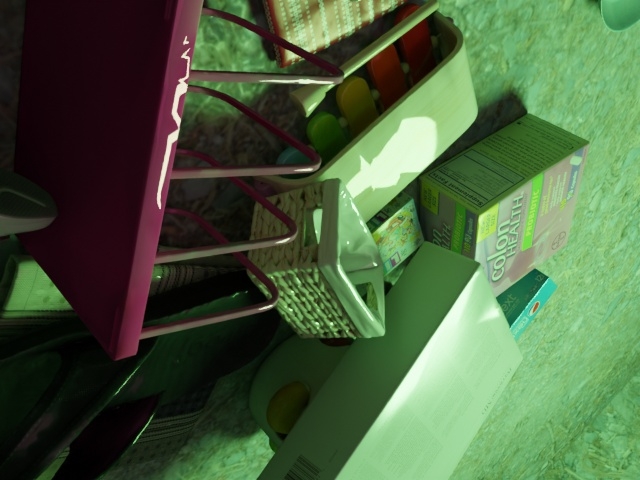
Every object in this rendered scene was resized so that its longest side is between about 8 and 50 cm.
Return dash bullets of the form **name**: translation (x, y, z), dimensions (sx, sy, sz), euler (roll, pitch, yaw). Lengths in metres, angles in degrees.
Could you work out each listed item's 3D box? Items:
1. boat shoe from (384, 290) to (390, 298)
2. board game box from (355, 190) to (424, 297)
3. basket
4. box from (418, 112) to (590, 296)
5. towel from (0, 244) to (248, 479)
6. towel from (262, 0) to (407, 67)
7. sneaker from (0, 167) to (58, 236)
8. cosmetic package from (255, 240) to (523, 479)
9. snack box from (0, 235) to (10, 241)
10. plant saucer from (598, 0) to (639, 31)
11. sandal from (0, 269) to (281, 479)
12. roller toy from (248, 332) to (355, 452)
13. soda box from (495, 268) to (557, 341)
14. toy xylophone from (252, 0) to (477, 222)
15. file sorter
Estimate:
- **boat shoe**: translation (0.117, 0.152, 1.065), dimensions (0.059, 0.063, 0.170), euler (-26, 127, -24)
- **board game box**: translation (0.078, 0.013, 0.937), dimensions (0.154, 0.026, 0.103), euler (-40, 141, -12)
- **basket**: translation (-0.001, 0.029, 0.716), dimensions (0.103, 0.113, 0.167), euler (-11, 143, 19)
- **box**: translation (0.277, -0.041, 1.015), dimensions (0.243, 0.117, 0.213), euler (-30, 138, -23)
- **towel**: translation (-0.235, 0.139, 0.727), dimensions (0.324, 0.056, 0.312), euler (6, 119, -49)
- **towel**: translation (0.049, -0.313, 0.643), dimensions (0.275, 0.031, 0.198), euler (-34, 141, -17)
- **sneaker**: translation (-0.264, -0.016, 0.456), dimensions (0.152, 0.053, 0.061), euler (-4, 139, -41)
- **cosmetic package**: translation (0.114, 0.232, 0.874), dimensions (0.377, 0.097, 0.284), euler (-53, 137, -14)
- **snack box**: translation (-0.347, -0.042, 0.442), dimensions (0.207, 0.070, 0.174), euler (-26, 136, -26)
- **plant saucer**: translation (0.461, -0.408, 0.960), dimensions (0.195, 0.037, 0.194), euler (-26, 136, -27)
- **sandal**: translation (-0.210, 0.152, 0.623), dimensions (0.446, 0.107, 0.167), euler (-23, 138, -31)
- **roller toy**: translation (0.008, 0.231, 0.948), dimensions (0.191, 0.146, 0.209), euler (-34, 138, -20)
- **soda box**: translation (0.375, 0.149, 1.304), dimensions (0.210, 0.067, 0.071), euler (-53, 142, 4)
- **toy xylophone**: translation (0.064, -0.144, 0.750), dimensions (0.323, 0.081, 0.236), euler (-37, 140, -16)
- **file sorter**: translation (-0.112, -0.096, 0.527), dimensions (0.182, 0.202, 0.290), euler (-10, 127, -44)
